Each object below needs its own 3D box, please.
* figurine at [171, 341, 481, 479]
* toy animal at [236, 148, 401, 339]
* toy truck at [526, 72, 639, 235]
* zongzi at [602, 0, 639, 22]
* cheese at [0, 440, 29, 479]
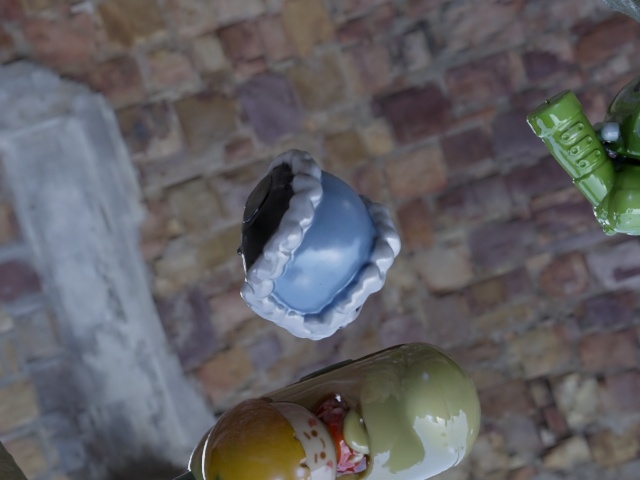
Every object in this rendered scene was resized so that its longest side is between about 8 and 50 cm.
[{"bbox_3d":[-0.004,0.164,1.273,0.222,0.124,0.324,-14,171,-35],"label":"figurine"},{"bbox_3d":[0.000,0.000,1.944,0.156,0.204,0.208,-35,-147,40],"label":"toy animal"},{"bbox_3d":[0.331,-0.082,1.606,0.210,0.187,0.148,-19,-172,-6],"label":"toy truck"},{"bbox_3d":[0.209,-0.272,0.992,0.160,0.323,0.360,-19,-143,-1],"label":"zongzi"},{"bbox_3d":[-0.277,0.303,1.272,0.104,0.384,0.384,-21,-176,-24],"label":"cheese"}]
